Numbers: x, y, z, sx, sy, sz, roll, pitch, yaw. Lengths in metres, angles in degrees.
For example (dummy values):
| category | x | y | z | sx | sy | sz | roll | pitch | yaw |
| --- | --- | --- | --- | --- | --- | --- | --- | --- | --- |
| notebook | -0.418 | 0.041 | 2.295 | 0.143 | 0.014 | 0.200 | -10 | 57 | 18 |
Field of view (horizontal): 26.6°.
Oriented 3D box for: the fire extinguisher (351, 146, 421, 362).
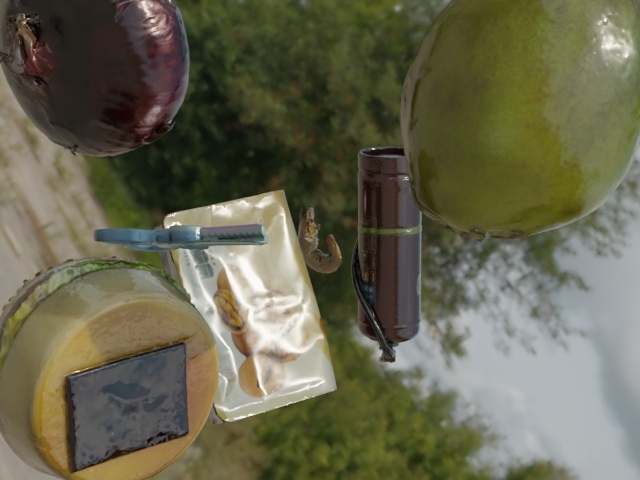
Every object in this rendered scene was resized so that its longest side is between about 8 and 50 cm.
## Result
| category | x | y | z | sx | sy | sz | roll | pitch | yaw |
| --- | --- | --- | --- | --- | --- | --- | --- | --- | --- |
| fire extinguisher | 0.099 | 0.033 | 2.022 | 0.141 | 0.105 | 0.341 | -74 | 164 | -75 |

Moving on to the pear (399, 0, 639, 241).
| category | x | y | z | sx | sy | sz | roll | pitch | yaw |
| --- | --- | --- | --- | --- | --- | --- | --- | --- | --- |
| pear | 0.214 | -0.145 | 1.392 | 0.269 | 0.321 | 0.269 | 27 | 13 | -7 |

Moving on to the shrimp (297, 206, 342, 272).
| category | x | y | z | sx | sy | sz | roll | pitch | yaw |
| --- | --- | --- | --- | --- | --- | --- | --- | --- | --- |
| shrimp | -0.005 | 0.005 | 2.568 | 0.095 | 0.045 | 0.162 | 35 | -34 | 33 |

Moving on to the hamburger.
| category | x | y | z | sx | sy | sz | roll | pitch | yaw |
| --- | --- | --- | --- | --- | --- | --- | --- | --- | --- |
| hamburger | -0.265 | 0.155 | 1.655 | 0.176 | 0.300 | 0.300 | 24 | -33 | 49 |

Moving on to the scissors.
| category | x | y | z | sx | sy | sz | roll | pitch | yaw |
| --- | --- | --- | --- | --- | --- | --- | --- | --- | --- |
| scissors | -0.177 | -0.004 | 1.784 | 0.125 | 0.256 | 0.030 | 13 | 77 | -56 |

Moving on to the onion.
| category | x | y | z | sx | sy | sz | roll | pitch | yaw |
| --- | --- | --- | --- | --- | --- | --- | --- | --- | --- |
| onion | -0.313 | -0.255 | 1.801 | 0.314 | 0.232 | 0.314 | 16 | -62 | 33 |

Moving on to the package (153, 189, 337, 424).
| category | x | y | z | sx | sy | sz | roll | pitch | yaw |
| --- | --- | --- | --- | --- | --- | --- | --- | --- | --- |
| package | -0.131 | 0.104 | 1.997 | 0.165 | 0.221 | 0.311 | -20 | -95 | 57 |
